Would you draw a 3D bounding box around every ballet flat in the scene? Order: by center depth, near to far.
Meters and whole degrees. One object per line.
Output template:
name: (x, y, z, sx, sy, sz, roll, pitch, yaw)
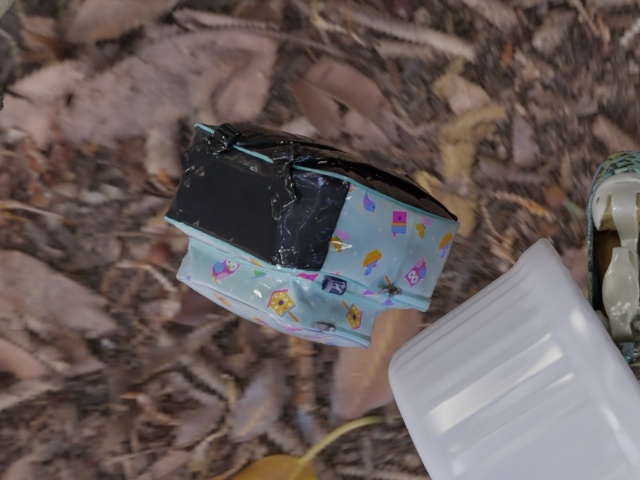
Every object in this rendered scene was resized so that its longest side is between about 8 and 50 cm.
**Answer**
ballet flat: (0.208, 0.007, 1.225, 0.070, 0.070, 0.188, -4, 59, 10)

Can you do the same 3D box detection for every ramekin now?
ramekin: (0.158, 0.149, 1.161, 0.135, 0.277, 0.277, -31, 82, 5)

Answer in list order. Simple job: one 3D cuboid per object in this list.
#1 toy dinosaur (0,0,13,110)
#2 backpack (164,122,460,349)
toy dinosaur: (-0.213, -0.062, 0.870, 0.268, 0.118, 0.064, -30, 52, 9)
backpack: (0.000, 0.000, 1.324, 0.166, 0.188, 0.144, 17, 97, 44)
